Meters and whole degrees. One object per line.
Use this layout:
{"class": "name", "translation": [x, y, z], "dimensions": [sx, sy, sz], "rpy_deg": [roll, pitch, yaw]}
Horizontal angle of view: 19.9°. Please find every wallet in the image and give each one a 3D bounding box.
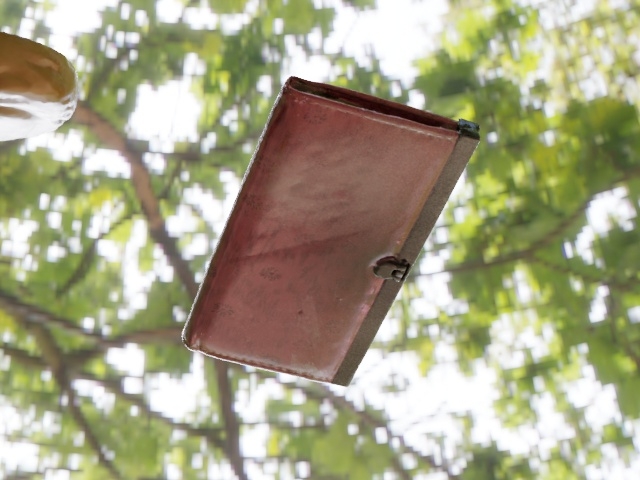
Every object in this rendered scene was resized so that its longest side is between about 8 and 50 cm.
{"class": "wallet", "translation": [0.000, 0.000, 1.116], "dimensions": [0.119, 0.025, 0.232], "rpy_deg": [15, -47, -11]}

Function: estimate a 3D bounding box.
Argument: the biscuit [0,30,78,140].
{"class": "biscuit", "translation": [-0.325, -0.114, 1.038], "dimensions": [0.376, 0.051, 0.269], "rpy_deg": [13, -12, -15]}
